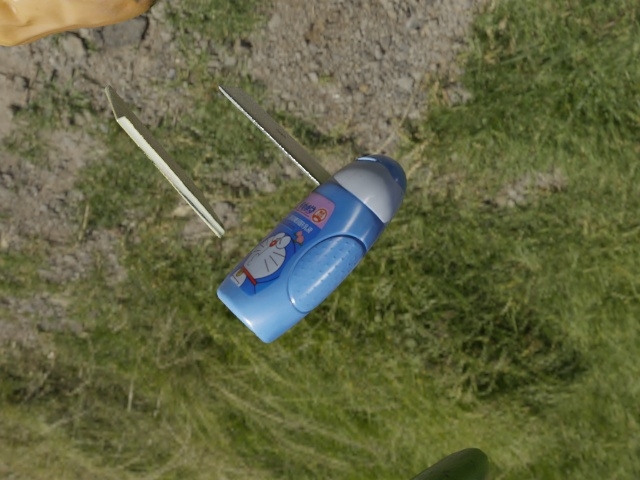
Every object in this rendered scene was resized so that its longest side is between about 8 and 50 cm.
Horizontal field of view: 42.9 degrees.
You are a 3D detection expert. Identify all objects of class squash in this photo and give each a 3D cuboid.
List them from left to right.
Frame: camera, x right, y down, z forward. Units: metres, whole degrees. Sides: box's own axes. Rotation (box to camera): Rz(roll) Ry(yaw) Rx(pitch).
[{"bbox_3d":[0.198,0.408,1.335,0.292,0.082,0.082,-14,158,-47],"label":"squash"}]

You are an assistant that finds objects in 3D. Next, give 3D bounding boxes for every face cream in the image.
[{"bbox_3d":[0.000,0.000,0.965,0.264,0.149,0.083,-45,122,-7],"label":"face cream"}]

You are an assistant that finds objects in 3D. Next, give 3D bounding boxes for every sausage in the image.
[{"bbox_3d":[-0.254,-0.248,0.744,0.241,0.120,0.136,-3,151,22],"label":"sausage"}]

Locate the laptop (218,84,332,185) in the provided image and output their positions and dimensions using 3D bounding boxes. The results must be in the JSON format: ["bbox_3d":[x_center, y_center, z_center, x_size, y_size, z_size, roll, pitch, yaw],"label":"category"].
[{"bbox_3d":[-0.080,-0.201,1.564,0.269,0.187,0.015,44,100,-2],"label":"laptop"}]

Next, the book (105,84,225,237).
[{"bbox_3d":[-0.192,-0.099,1.004,0.013,0.168,0.192,-39,119,-1],"label":"book"}]
